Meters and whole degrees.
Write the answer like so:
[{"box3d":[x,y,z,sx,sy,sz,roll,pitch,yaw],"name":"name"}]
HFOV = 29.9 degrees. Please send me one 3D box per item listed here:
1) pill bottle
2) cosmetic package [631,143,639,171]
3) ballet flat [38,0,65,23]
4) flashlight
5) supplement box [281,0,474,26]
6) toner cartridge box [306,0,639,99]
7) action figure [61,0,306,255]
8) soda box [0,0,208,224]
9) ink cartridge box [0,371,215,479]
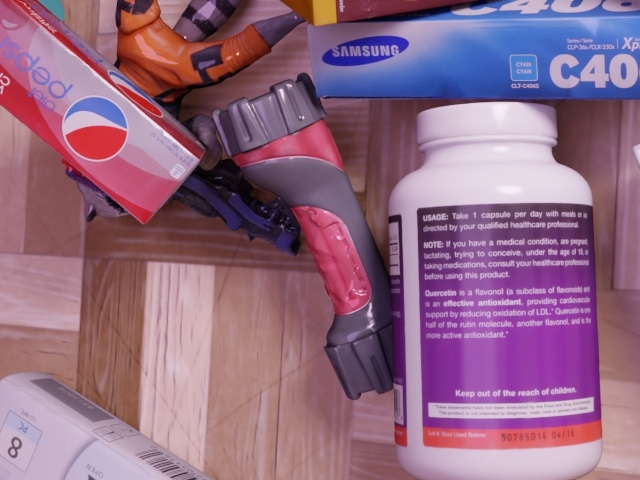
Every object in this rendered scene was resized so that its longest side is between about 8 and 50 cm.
[{"box3d":[0.152,0.047,1.059,0.182,0.181,0.322,-2,87,24],"name":"pill bottle"},{"box3d":[0.406,-0.009,0.974,0.224,0.138,0.224,-21,81,22],"name":"cosmetic package"},{"box3d":[-0.324,-0.281,1.362,0.041,0.041,0.114,-33,76,19],"name":"ballet flat"},{"box3d":[0.000,0.000,1.126,0.103,0.103,0.304,-18,98,24],"name":"flashlight"},{"box3d":[0.054,-0.284,1.048,0.194,0.191,0.129,-12,116,-14],"name":"supplement box"},{"box3d":[0.179,-0.187,1.059,0.348,0.165,0.075,3,118,23],"name":"toner cartridge box"},{"box3d":[-0.131,-0.140,1.237,0.341,0.178,0.330,35,110,-10],"name":"action figure"},{"box3d":[-0.231,-0.135,1.107,0.263,0.092,0.083,40,100,-7],"name":"soda box"},{"box3d":[-0.277,0.380,1.286,0.308,0.091,0.384,27,98,22],"name":"ink cartridge box"}]
